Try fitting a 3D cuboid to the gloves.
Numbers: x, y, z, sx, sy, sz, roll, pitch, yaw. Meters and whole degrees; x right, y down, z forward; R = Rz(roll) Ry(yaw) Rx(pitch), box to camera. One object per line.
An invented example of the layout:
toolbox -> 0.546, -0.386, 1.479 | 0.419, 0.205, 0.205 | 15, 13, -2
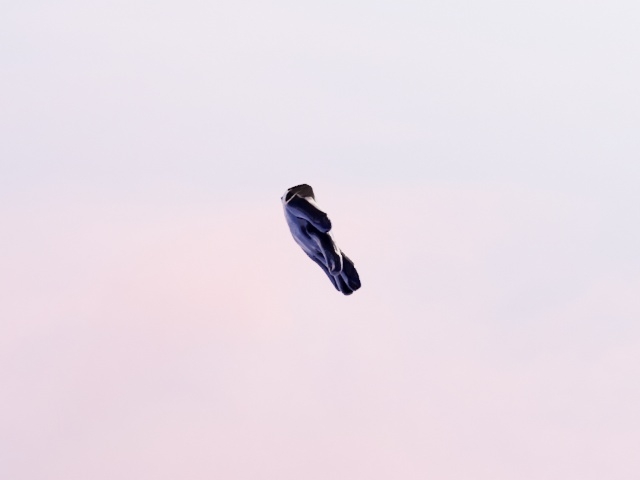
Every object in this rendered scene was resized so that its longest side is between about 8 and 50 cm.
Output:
gloves -> 0.000, 0.000, 1.266 | 0.026, 0.064, 0.086 | -27, -107, -8
